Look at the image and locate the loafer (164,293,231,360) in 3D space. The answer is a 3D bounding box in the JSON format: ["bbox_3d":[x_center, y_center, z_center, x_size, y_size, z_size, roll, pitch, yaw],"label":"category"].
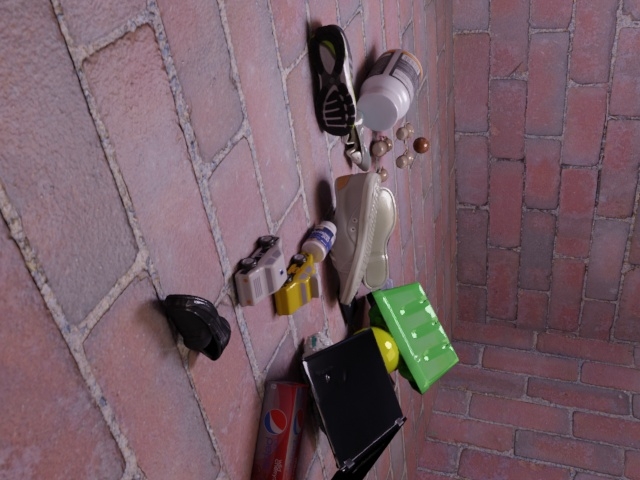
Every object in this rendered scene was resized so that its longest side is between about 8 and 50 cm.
[{"bbox_3d":[-0.217,0.157,1.176,0.223,0.076,0.078,64,29,-61],"label":"loafer"}]

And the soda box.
[{"bbox_3d":[-0.098,0.475,1.581,0.092,0.084,0.263,27,70,-69],"label":"soda box"}]

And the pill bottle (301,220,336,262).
[{"bbox_3d":[0.000,0.000,1.729,0.120,0.067,0.067,-58,148,-50],"label":"pill bottle"}]

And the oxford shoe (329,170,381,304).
[{"bbox_3d":[0.082,-0.008,1.879,0.169,0.130,0.449,-65,164,-51],"label":"oxford shoe"}]

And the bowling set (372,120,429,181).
[{"bbox_3d":[0.275,-0.312,2.212,0.154,0.200,0.286,-38,134,-65],"label":"bowling set"}]

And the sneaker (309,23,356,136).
[{"bbox_3d":[0.047,-0.414,1.690,0.121,0.111,0.299,-62,152,-54],"label":"sneaker"}]

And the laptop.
[{"bbox_3d":[0.039,0.492,1.722,0.382,0.236,0.407,-10,134,-59],"label":"laptop"}]

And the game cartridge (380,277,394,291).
[{"bbox_3d":[0.273,0.306,2.460,0.196,0.060,0.294,60,22,-53],"label":"game cartridge"}]

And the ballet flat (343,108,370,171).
[{"bbox_3d":[0.098,-0.287,1.939,0.068,0.072,0.213,-35,133,-28],"label":"ballet flat"}]

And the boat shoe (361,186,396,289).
[{"bbox_3d":[0.169,-0.015,2.131,0.113,0.127,0.339,-140,-135,-66],"label":"boat shoe"}]

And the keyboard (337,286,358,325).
[{"bbox_3d":[0.090,0.182,2.091,0.108,0.023,0.180,-61,152,-33],"label":"keyboard"}]

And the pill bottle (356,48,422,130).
[{"bbox_3d":[0.211,-0.466,2.033,0.278,0.162,0.162,-62,151,-44],"label":"pill bottle"}]

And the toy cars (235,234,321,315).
[{"bbox_3d":[-0.075,0.087,1.525,0.394,0.087,0.176,31,66,-68],"label":"toy cars"}]

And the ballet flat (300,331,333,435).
[{"bbox_3d":[0.031,0.406,1.859,0.408,0.147,0.147,78,27,-42],"label":"ballet flat"}]

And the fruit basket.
[{"bbox_3d":[0.222,0.346,2.161,0.283,0.393,0.391,95,3,-83],"label":"fruit basket"}]

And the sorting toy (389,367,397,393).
[{"bbox_3d":[0.226,0.555,2.325,0.274,0.046,0.132,-61,-170,6],"label":"sorting toy"}]
